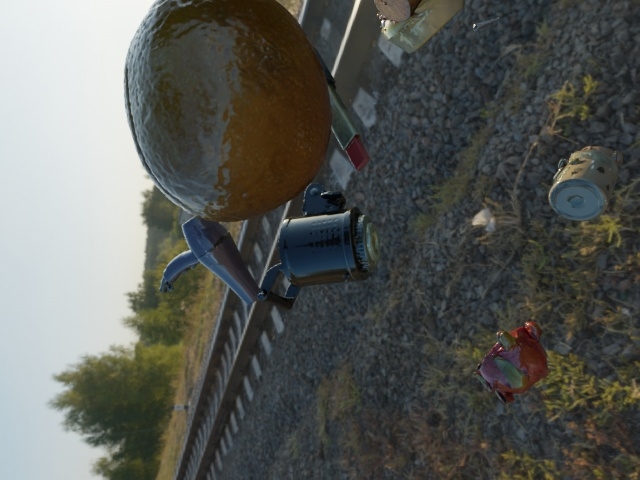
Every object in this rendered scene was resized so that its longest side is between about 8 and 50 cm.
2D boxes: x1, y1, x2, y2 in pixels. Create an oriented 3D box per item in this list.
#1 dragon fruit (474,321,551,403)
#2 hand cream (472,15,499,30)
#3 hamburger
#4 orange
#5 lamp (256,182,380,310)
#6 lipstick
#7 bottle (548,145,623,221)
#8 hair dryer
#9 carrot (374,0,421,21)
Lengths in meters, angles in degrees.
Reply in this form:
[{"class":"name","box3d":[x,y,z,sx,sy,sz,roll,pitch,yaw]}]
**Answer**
[{"class":"dragon fruit","box3d":[0.278,0.176,0.599,0.068,0.112,0.127,47,141,40]},{"class":"hand cream","box3d":[0.494,-0.643,1.282,0.030,0.093,0.019,108,138,-68]},{"class":"hamburger","box3d":[0.263,-0.619,1.124,0.227,0.151,0.295,-32,20,30]},{"class":"orange","box3d":[-0.145,-0.212,0.679,0.322,0.321,0.357,-7,100,70]},{"class":"lamp","box3d":[0.025,0.030,1.183,0.205,0.272,0.374,40,-116,-60]},{"class":"lipstick","box3d":[0.024,-0.264,0.846,0.051,0.051,0.312,-41,63,31]},{"class":"bottle","box3d":[0.473,-0.111,0.763,0.152,0.099,0.099,-49,1,-31]},{"class":"hair dryer","box3d":[-0.372,0.099,1.314,0.361,0.301,0.121,-25,17,33]},{"class":"carrot","box3d":[0.229,-0.640,0.943,0.302,0.138,0.138,-54,19,-5]}]
